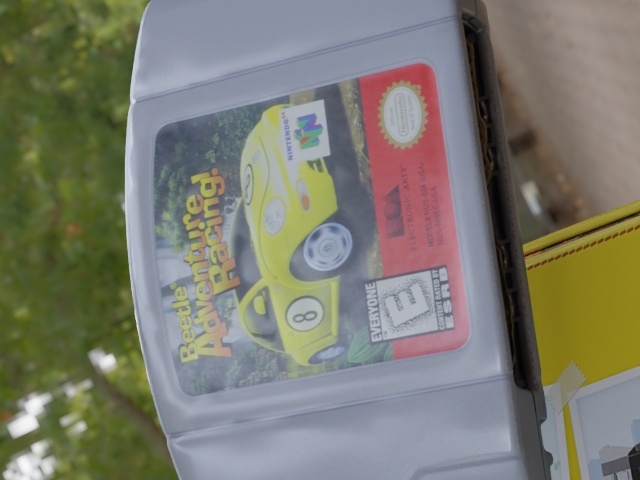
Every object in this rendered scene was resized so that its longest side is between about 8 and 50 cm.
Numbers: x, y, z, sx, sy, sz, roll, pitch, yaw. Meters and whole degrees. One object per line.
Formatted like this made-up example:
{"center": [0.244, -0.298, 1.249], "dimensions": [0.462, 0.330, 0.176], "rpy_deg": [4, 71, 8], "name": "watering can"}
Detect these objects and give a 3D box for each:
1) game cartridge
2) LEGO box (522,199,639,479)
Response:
{"center": [0.000, 0.000, 0.955], "dimensions": [0.060, 0.196, 0.294], "rpy_deg": [14, -115, -60], "name": "game cartridge"}
{"center": [0.188, 0.187, 1.001], "dimensions": [0.193, 0.500, 0.372], "rpy_deg": [11, -114, -42], "name": "LEGO box"}
